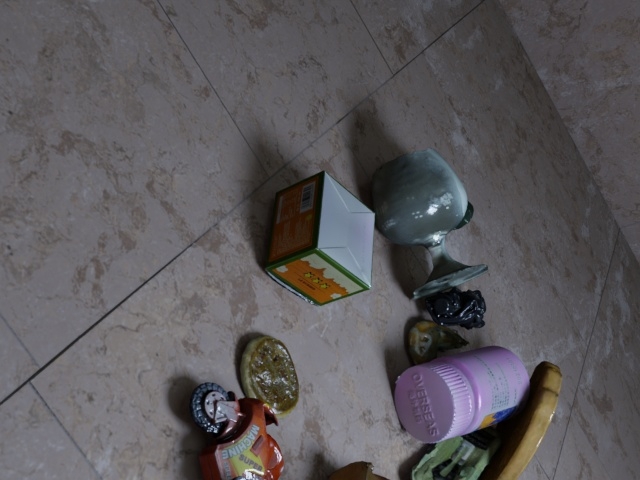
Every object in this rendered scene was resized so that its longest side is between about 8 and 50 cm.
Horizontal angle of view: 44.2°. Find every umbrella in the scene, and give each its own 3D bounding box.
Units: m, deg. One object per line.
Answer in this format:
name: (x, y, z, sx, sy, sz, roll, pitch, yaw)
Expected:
umbrella: (0.343, 0.165, 1.947, 0.110, 0.122, 0.272, -63, 154, 5)

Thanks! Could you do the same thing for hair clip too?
hair clip: (0.294, 0.502, 1.748, 0.321, 0.138, 0.091, -24, 135, -55)

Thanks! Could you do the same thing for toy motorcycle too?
toy motorcycle: (-0.120, 0.369, 1.288, 0.171, 0.089, 0.298, -4, 75, -54)

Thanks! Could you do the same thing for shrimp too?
shrimp: (0.299, 0.273, 1.911, 0.254, 0.059, 0.145, 23, 56, -43)

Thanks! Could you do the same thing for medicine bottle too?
medicine bottle: (0.321, 0.341, 1.770, 0.291, 0.178, 0.178, -4, 74, -44)

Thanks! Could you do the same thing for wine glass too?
wine glass: (0.253, -0.043, 1.885, 0.238, 0.238, 0.322, -1, 70, -52)

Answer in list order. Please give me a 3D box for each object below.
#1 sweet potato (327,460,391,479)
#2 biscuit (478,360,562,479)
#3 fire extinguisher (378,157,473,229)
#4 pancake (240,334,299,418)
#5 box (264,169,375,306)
sweet potato: (0.140, 0.537, 1.502, 0.337, 0.131, 0.131, 42, 42, -29)
biscuit: (0.478, 0.438, 1.861, 0.057, 0.312, 0.351, 29, 37, 5)
fire extinguisher: (0.278, -0.136, 2.087, 0.311, 0.114, 0.095, 38, 3, -36)
pancake: (-0.089, 0.249, 1.449, 0.158, 0.028, 0.158, 29, 51, -43)
box: (0.000, 0.000, 1.601, 0.177, 0.148, 0.194, 37, 44, -38)
